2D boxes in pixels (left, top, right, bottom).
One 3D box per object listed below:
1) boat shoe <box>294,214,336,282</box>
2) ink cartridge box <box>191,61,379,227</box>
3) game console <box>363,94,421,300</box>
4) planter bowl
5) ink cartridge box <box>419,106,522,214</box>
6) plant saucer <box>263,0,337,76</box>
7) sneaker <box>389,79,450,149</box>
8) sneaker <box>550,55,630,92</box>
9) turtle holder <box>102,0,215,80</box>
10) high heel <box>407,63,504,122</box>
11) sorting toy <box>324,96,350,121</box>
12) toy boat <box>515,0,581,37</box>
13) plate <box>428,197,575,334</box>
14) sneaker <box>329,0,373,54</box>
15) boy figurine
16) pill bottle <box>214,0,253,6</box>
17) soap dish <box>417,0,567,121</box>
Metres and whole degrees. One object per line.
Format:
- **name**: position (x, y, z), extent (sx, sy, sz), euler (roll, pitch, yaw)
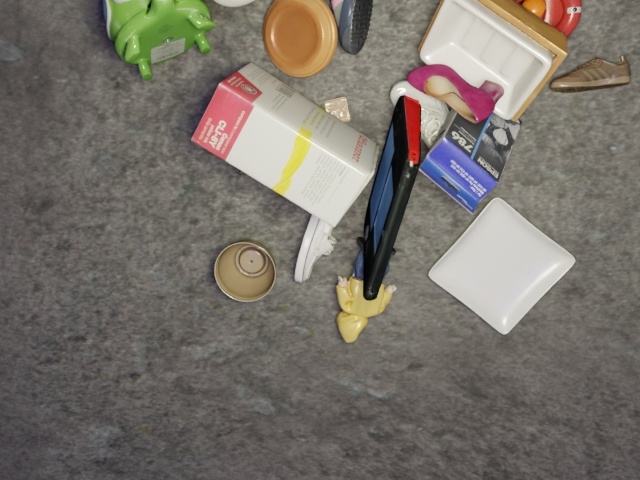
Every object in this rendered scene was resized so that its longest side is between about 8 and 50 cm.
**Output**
- **boat shoe**: position (0.000, 0.000, 1.668), extent (0.084, 0.095, 0.258), euler (19, 108, 3)
- **ink cartridge box**: position (-0.068, -0.232, 1.504), extent (0.384, 0.279, 0.160), euler (31, 115, -5)
- **game console**: position (0.155, -0.105, 1.457), extent (0.060, 0.342, 0.387), euler (13, 127, 1)
- **planter bowl**: position (-0.191, 0.069, 1.695), extent (0.161, 0.109, 0.162), euler (1, 106, 5)
- **ink cartridge box**: position (0.355, -0.222, 1.467), extent (0.165, 0.333, 0.065), euler (38, 140, -8)
- **plant saucer**: position (-0.056, -0.492, 1.524), extent (0.199, 0.037, 0.200), euler (11, 115, 24)
- **sneaker**: position (0.285, -0.274, 1.547), extent (0.297, 0.129, 0.111), euler (43, 113, -6)
- **sneaker**: position (0.644, -0.399, 1.528), extent (0.188, 0.066, 0.071), euler (-5, 89, 1)
- **turtle holder**: position (-0.394, -0.531, 1.436), extent (0.243, 0.320, 0.228), euler (-26, 89, 14)
- **high heel**: position (0.283, -0.327, 1.440), extent (0.244, 0.117, 0.082), euler (26, 148, 28)
- **sorting toy**: position (0.030, -0.326, 1.614), extent (0.083, 0.012, 0.062), euler (-11, 103, 8)
- **toy boat**: position (0.477, -0.520, 1.450), extent (0.230, 0.151, 0.151), euler (-2, 106, 5)
- **plate**: position (0.472, 0.066, 1.675), extent (0.278, 0.045, 0.277), euler (37, 106, -6)
- **sneaker**: position (0.049, -0.606, 1.501), extent (0.131, 0.112, 0.319), euler (11, 110, 26)
- **boy figurine**: position (0.119, 0.140, 1.700), extent (0.177, 0.092, 0.286), euler (5, 112, -25)
- **pill bottle**: position (-0.255, -0.696, 1.374), extent (0.210, 0.210, 0.363), euler (-46, 70, 15)
- **soap dish**: position (0.382, -0.432, 1.421), extent (0.290, 0.229, 0.118), euler (39, 62, 8)
